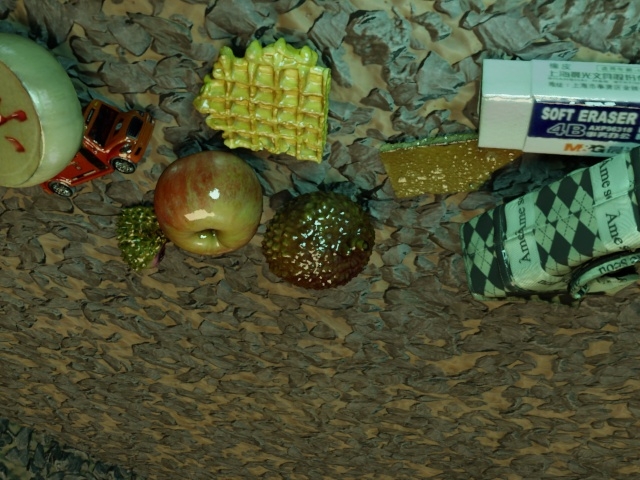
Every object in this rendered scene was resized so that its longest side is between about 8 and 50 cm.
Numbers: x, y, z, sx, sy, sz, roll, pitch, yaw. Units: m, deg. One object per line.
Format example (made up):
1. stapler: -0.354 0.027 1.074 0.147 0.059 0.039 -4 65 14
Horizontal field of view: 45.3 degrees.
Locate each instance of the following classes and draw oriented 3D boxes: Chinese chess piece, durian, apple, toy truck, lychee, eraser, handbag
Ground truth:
1. Chinese chess piece: -0.501 -0.208 1.235 0.250 0.103 0.250 12 119 23
2. durian: -0.373 0.003 1.579 0.119 0.108 0.186 29 143 -25
3. apple: -0.199 -0.068 1.379 0.209 0.164 0.209 -1 151 -1
4. toy truck: -0.410 -0.167 1.343 0.252 0.107 0.114 -15 138 34
5. lychee: 0.000 0.000 1.392 0.200 0.200 0.238 36 161 -31
6. eraser: 0.372 -0.186 1.099 0.287 0.086 0.130 4 148 10
7. handbag: 0.476 -0.002 1.199 0.317 0.180 0.416 13 155 -34

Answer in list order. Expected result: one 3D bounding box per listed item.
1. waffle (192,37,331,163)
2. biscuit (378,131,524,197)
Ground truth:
1. waffle: -0.095 -0.226 1.207 0.219 0.057 0.229 9 145 4
2. biscuit: 0.224 -0.128 1.284 0.237 0.026 0.131 -5 144 22
